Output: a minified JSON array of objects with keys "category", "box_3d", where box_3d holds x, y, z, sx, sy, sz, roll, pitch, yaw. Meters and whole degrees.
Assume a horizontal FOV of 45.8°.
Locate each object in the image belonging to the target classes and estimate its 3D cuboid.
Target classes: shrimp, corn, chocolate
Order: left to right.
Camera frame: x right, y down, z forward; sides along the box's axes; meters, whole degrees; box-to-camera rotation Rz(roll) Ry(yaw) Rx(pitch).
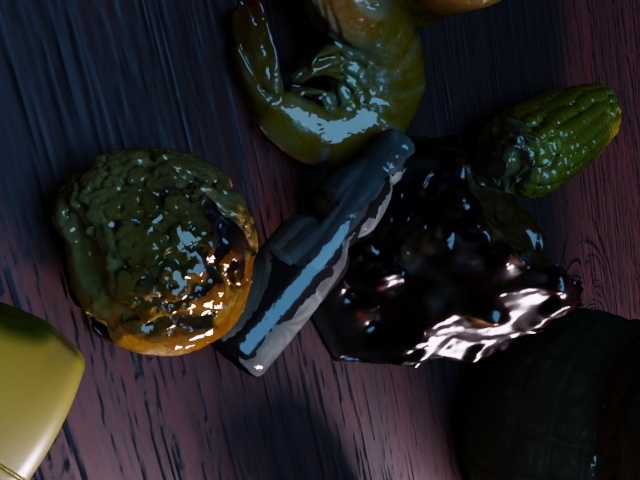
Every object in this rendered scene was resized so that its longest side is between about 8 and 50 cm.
[{"category":"shrimp","box_3d":[-0.005,-0.162,0.550,0.150,0.068,0.248,-36,118,-18]},{"category":"chocolate","box_3d":[0.131,0.009,0.626,0.224,0.177,0.206,8,87,-46]},{"category":"corn","box_3d":[0.240,-0.108,0.784,0.262,0.097,0.097,-29,112,-46]}]

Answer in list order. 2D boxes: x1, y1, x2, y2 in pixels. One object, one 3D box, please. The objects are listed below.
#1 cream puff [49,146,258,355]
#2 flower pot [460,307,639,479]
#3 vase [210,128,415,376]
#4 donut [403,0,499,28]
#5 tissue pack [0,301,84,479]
[{"category":"cream puff","box_3d":[-0.094,0.004,0.456,0.119,0.104,0.133,-43,120,-27]},{"category":"flower pot","box_3d":[0.300,0.211,0.779,0.302,0.213,0.301,-3,95,-44]},{"category":"vase","box_3d":[0.000,0.000,0.546,0.211,0.060,0.060,-50,126,-15]},{"category":"donut","box_3d":[0.090,-0.289,0.610,0.227,0.114,0.226,-4,95,-46]},{"category":"tissue pack","box_3d":[-0.206,0.055,0.327,0.178,0.123,0.127,50,55,-35]}]
